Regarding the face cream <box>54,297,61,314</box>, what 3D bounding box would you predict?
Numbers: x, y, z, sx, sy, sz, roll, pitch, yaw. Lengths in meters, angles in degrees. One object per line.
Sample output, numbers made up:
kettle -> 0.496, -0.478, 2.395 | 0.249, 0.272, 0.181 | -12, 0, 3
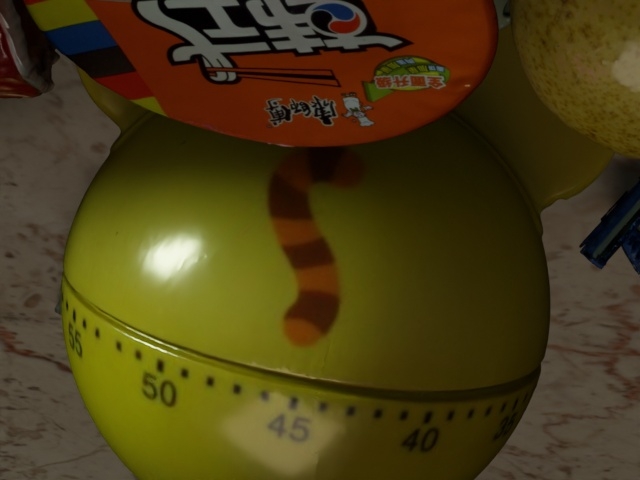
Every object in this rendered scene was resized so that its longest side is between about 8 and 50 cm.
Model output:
face cream -> -0.179, 0.041, 1.495 | 0.143, 0.089, 0.314 | 13, 163, -3

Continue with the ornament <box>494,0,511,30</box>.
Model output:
ornament -> 0.053, -0.168, 1.015 | 0.156, 0.075, 0.081 | 7, 150, 4

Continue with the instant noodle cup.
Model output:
instant noodle cup -> -0.020, -0.195, 0.861 | 0.250, 0.192, 0.250 | 8, 152, 4

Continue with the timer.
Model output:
timer -> 0.000, 0.000, 1.122 | 0.376, 0.387, 0.376 | 10, -168, -2

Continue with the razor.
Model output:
razor -> 0.292, 0.035, 1.340 | 0.056, 0.093, 0.324 | 41, 180, 40

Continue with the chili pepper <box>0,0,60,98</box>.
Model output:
chili pepper -> -0.289, -0.207, 0.908 | 0.305, 0.229, 0.251 | 5, 116, 6

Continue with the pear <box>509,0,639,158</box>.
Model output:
pear -> 0.189, -0.138, 0.926 | 0.178, 0.178, 0.178 | 8, 152, 5
